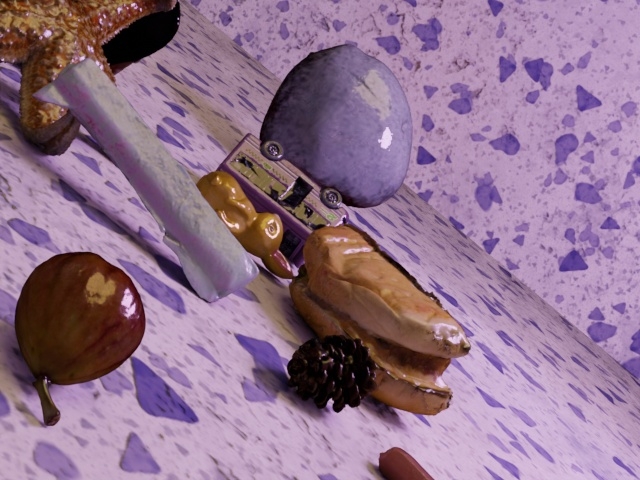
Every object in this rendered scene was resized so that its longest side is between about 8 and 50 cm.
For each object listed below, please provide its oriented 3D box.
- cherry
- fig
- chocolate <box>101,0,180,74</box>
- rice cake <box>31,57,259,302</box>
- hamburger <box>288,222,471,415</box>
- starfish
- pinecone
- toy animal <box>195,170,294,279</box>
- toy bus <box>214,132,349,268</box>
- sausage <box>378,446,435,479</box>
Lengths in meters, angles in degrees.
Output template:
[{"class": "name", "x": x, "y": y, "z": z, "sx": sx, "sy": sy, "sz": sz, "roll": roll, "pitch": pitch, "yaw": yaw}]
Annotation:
[{"class": "cherry", "x": 0.028, "y": -0.173, "z": 1.824, "sx": 0.255, "sy": 0.296, "sz": 0.218, "roll": 11, "pitch": -6, "yaw": 31}, {"class": "fig", "x": -0.170, "y": 0.066, "z": 0.733, "sx": 0.089, "sy": 0.089, "sz": 0.125, "roll": 37, "pitch": 34, "yaw": -10}, {"class": "chocolate", "x": -0.345, "y": -0.344, "z": 1.438, "sx": 0.340, "sy": 0.225, "sz": 0.210, "roll": 37, "pitch": -1, "yaw": -11}, {"class": "rice cake", "x": -0.175, "y": -0.058, "z": 1.114, "sx": 0.290, "sy": 0.081, "sz": 0.051, "roll": 51, "pitch": -33, "yaw": -5}, {"class": "hamburger", "x": 0.047, "y": 0.090, "z": 1.232, "sx": 0.131, "sy": 0.124, "sz": 0.262, "roll": 2, "pitch": 29, "yaw": -41}, {"class": "starfish", "x": -0.273, "y": -0.223, "z": 1.230, "sx": 0.312, "sy": 0.113, "sz": 0.303, "roll": 62, "pitch": 35, "yaw": -16}, {"class": "pinecone", "x": 0.010, "y": 0.127, "z": 1.051, "sx": 0.083, "sy": 0.077, "sz": 0.077, "roll": -7, "pitch": 41, "yaw": -41}, {"class": "toy animal", "x": -0.086, "y": -0.015, "z": 1.329, "sx": 0.159, "sy": 0.070, "sz": 0.083, "roll": 41, "pitch": 9, "yaw": -12}, {"class": "toy bus", "x": -0.058, "y": -0.049, "z": 1.460, "sx": 0.178, "sy": 0.087, "sz": 0.098, "roll": 38, "pitch": 51, "yaw": 1}, {"class": "sausage", "x": 0.104, "y": 0.241, "z": 0.998, "sx": 0.147, "sy": 0.035, "sz": 0.030, "roll": 46, "pitch": -19, "yaw": 30}]
